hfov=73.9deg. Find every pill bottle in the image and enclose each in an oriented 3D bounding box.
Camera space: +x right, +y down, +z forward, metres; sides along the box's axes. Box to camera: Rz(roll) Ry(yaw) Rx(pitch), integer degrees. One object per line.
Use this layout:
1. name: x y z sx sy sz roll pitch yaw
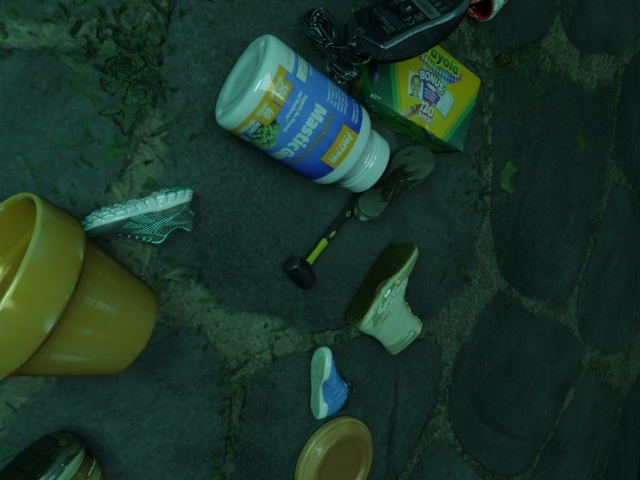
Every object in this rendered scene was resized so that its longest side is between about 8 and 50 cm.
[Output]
1. pill bottle: -0.016 -0.184 0.688 0.272 0.152 0.152 26 82 -34

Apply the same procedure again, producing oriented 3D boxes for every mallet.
1. mallet: 0.000 0.000 0.801 0.062 0.039 0.190 45 68 -34

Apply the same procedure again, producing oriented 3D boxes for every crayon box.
1. crayon box: 0.197 -0.302 0.862 0.278 0.081 0.165 16 87 -35

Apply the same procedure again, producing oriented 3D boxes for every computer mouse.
1. computer mouse: 0.118 -0.352 0.712 0.272 0.189 0.072 -23 152 0

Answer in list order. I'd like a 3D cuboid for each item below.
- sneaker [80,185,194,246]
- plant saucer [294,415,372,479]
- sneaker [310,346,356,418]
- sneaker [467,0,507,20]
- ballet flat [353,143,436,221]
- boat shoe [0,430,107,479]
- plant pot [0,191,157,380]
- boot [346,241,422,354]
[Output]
1. sneaker: -0.252 -0.022 0.605 0.166 0.065 0.076 -22 113 -29
2. plant saucer: 0.039 0.473 0.893 0.200 0.037 0.200 -6 100 -34
3. sneaker: 0.029 0.275 0.842 0.084 0.058 0.152 -4 104 -29
4. sneaker: 0.331 -0.612 0.905 0.270 0.090 0.145 47 68 -33
5. ballet flat: 0.152 -0.117 0.880 0.084 0.058 0.250 43 62 6
6. boat shoe: -0.415 0.395 0.517 0.324 0.122 0.120 -39 120 -23
7. plant pot: -0.312 0.078 0.507 0.188 0.205 0.205 42 72 -48
8. boot: 0.168 0.125 0.909 0.165 0.077 0.213 42 78 -31
